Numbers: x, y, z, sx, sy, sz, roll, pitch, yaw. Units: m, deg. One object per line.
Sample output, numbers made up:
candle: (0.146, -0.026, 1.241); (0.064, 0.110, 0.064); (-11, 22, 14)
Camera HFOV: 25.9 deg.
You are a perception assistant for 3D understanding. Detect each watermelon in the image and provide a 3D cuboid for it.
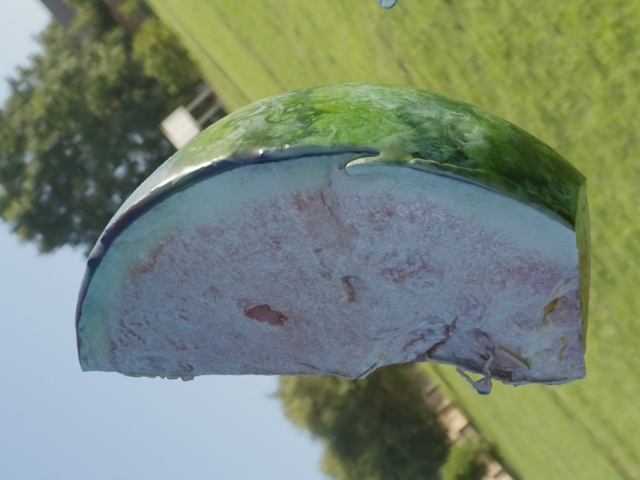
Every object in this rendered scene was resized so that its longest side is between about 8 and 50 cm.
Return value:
watermelon: (0.000, 0.000, 0.801); (0.224, 0.305, 0.180); (19, -111, -74)

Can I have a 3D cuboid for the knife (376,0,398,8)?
knife: (0.035, -0.282, 0.893); (0.034, 0.063, 0.260); (-21, -79, -49)
